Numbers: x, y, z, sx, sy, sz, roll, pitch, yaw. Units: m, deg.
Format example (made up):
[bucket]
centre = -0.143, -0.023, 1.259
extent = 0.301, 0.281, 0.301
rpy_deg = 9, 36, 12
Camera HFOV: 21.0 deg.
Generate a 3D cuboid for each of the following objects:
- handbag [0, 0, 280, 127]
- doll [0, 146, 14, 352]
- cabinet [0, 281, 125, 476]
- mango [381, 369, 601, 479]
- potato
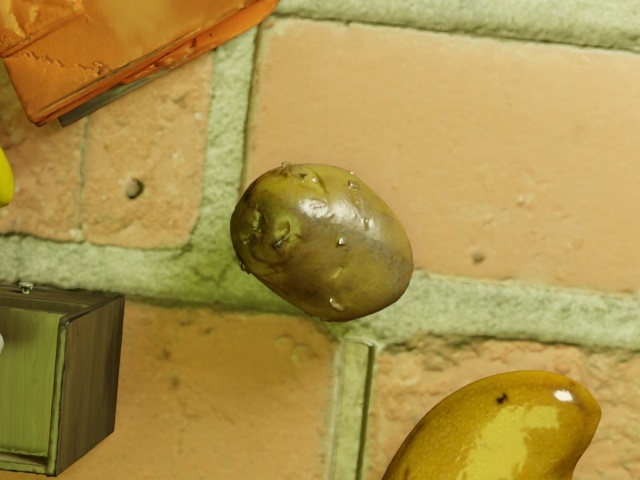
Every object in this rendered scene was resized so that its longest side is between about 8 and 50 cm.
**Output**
[handbag]
centre = -0.233, -0.343, 1.602
extent = 0.303, 0.116, 0.410
rpy_deg = -27, 91, 11
[doll]
centre = -0.371, -0.030, 1.437
extent = 0.237, 0.111, 0.252
rpy_deg = 7, 84, -19
[cabinet]
centre = -0.293, 0.116, 1.597
extent = 0.174, 0.215, 0.148
rpy_deg = 6, 94, 7
[mango]
centre = 0.146, 0.244, 1.606
extent = 0.177, 0.120, 0.295
rpy_deg = 30, 96, 11
[potato]
centre = 0.000, 0.000, 1.600
extent = 0.176, 0.137, 0.137
rpy_deg = 38, 99, -20
